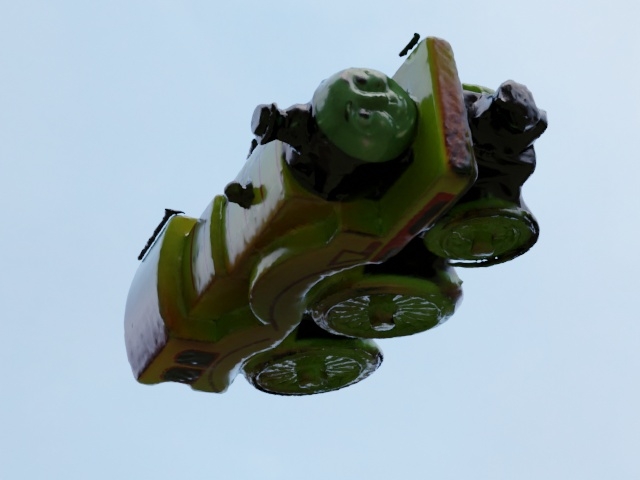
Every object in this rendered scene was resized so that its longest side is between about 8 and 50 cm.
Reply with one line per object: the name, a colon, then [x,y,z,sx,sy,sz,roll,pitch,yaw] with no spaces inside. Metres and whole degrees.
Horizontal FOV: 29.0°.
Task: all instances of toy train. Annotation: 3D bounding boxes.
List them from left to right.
toy train: [0.000,0.000,0.690,0.161,0.100,0.296,10,-33,-25]
